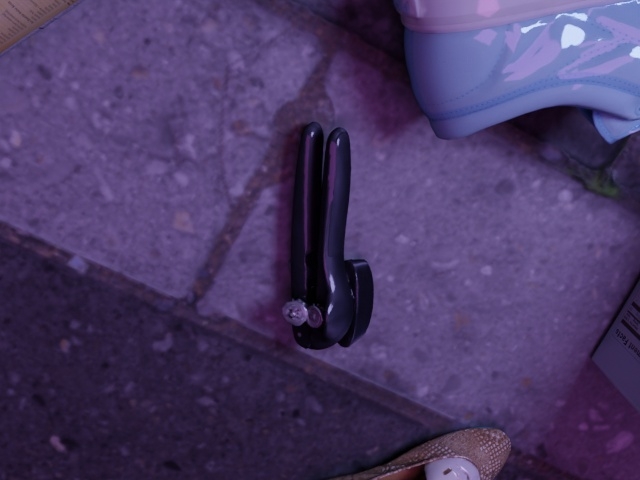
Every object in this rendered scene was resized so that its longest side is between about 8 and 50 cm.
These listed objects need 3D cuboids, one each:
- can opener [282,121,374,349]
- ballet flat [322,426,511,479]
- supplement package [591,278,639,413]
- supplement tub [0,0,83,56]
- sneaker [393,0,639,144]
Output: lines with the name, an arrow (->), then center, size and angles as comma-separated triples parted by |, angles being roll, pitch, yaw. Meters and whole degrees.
can opener -> 0.000, 0.000, 0.761 | 0.059, 0.073, 0.186 | 6, 111, 30
ballet flat -> 0.075, 0.222, 0.840 | 0.206, 0.067, 0.073 | -21, 111, -1
supplement package -> 0.393, 0.060, 0.761 | 0.199, 0.198, 0.262 | 22, 105, -17
supplement tub -> -0.226, -0.183, 0.600 | 0.200, 0.144, 0.144 | -33, 112, 4
sneaker -> 0.238, -0.153, 0.705 | 0.366, 0.135, 0.150 | -8, 119, 3
